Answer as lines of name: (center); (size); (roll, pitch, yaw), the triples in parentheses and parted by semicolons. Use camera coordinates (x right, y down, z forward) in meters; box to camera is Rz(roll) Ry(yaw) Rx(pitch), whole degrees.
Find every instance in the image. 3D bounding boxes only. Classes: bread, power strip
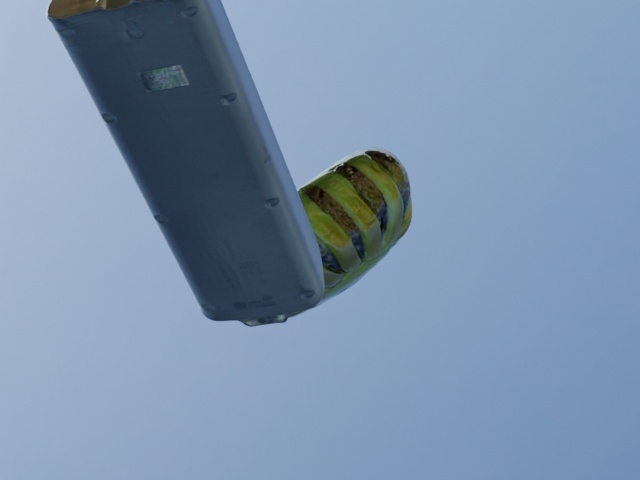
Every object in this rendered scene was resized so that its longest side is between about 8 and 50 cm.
bread: (0.000, 0.000, 1.268); (0.139, 0.130, 0.071); (-35, -98, -19)
power strip: (-0.052, -0.042, 0.802); (0.060, 0.253, 0.027); (-8, -126, 10)
